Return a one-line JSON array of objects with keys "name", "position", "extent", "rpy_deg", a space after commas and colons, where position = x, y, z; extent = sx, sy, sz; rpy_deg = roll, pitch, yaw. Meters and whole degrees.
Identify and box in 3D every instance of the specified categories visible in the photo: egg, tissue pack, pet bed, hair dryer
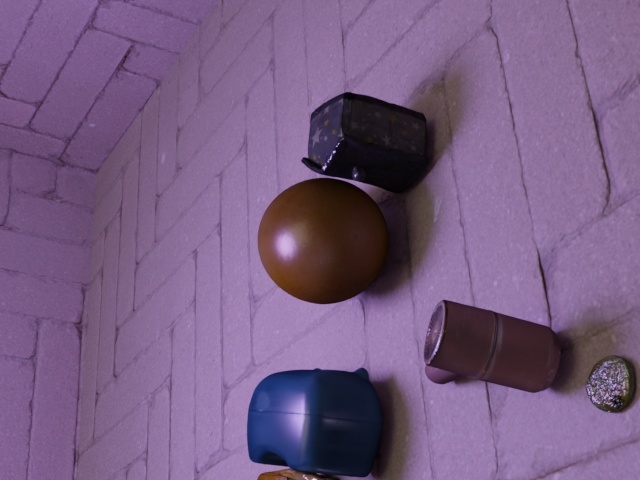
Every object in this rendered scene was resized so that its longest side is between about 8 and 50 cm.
[{"name": "egg", "position": [0.000, 0.000, 2.004], "extent": [0.322, 0.250, 0.250], "rpy_deg": [-174, 96, -70]}, {"name": "tissue pack", "position": [-0.015, 0.341, 1.935], "extent": [0.287, 0.198, 0.206], "rpy_deg": [-17, 65, 61]}, {"name": "pet bed", "position": [0.091, -0.174, 1.952], "extent": [0.183, 0.210, 0.159], "rpy_deg": [-22, 59, 56]}, {"name": "hair dryer", "position": [0.240, 0.192, 1.622], "extent": [0.344, 0.189, 0.107], "rpy_deg": [120, 163, -72]}]

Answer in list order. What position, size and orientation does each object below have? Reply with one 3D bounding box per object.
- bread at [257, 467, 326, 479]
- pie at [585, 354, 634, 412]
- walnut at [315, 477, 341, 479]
[{"name": "bread", "position": [-0.074, 0.559, 2.019], "extent": [0.235, 0.099, 0.211], "rpy_deg": [-7, 62, 60]}, {"name": "pie", "position": [0.406, 0.202, 1.412], "extent": [0.085, 0.017, 0.085], "rpy_deg": [-31, 53, 54]}, {"name": "walnut", "position": [0.026, 0.528, 1.833], "extent": [0.155, 0.155, 0.184], "rpy_deg": [-55, 34, 34]}]
